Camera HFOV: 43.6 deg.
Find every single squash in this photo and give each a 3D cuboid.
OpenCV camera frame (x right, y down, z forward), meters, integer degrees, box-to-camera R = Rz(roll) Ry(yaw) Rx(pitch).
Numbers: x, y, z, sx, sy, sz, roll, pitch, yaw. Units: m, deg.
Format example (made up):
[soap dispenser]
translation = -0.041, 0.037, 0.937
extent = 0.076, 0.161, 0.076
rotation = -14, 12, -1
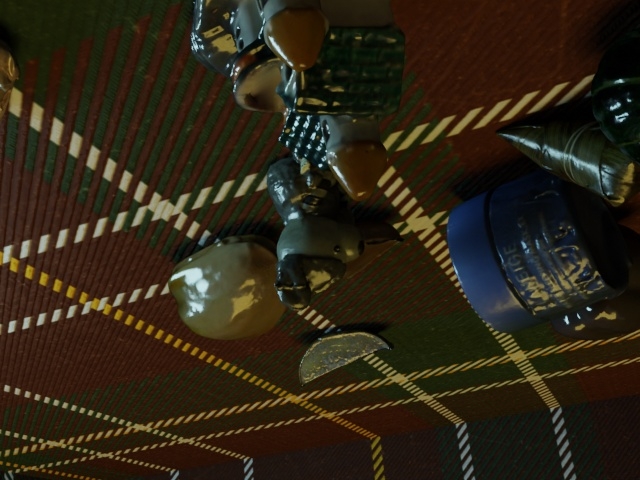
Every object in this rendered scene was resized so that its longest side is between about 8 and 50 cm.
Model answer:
[squash]
translation = 0.453, -0.187, 1.006
extent = 0.218, 0.172, 0.218
rotation = -3, 110, -8

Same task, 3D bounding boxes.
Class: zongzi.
[zongzi]
translation = 0.438, -0.155, 1.222
extent = 0.248, 0.241, 0.111
rotation = -17, 125, -33

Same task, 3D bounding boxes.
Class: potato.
[potato]
translation = 0.049, 0.268, 2.058
extent = 0.261, 0.100, 0.120
rotation = -25, -170, 9

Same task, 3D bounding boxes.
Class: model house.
[model house]
translation = -0.020, -0.178, 0.847
extent = 0.190, 0.300, 0.271
rotation = -3, 155, -21

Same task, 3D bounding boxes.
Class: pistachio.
[pistachio]
translation = -0.157, 0.095, 1.521
extent = 0.260, 0.162, 0.213
rotation = -27, 122, 36

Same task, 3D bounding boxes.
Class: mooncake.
[mooncake]
translation = 0.530, 0.076, 1.553
extent = 0.133, 0.244, 0.245
rotation = 10, 151, -26

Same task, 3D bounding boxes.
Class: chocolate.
[chocolate]
translation = 0.024, 0.022, 1.509
extent = 0.161, 0.083, 0.261
rotation = -8, 161, -37

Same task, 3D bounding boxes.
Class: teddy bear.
[teddy bear]
translation = 0.002, -0.011, 1.283
extent = 0.144, 0.251, 0.171
rotation = -11, 169, 14

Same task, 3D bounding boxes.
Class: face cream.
[face cream]
translation = 0.373, 0.009, 1.358
extent = 0.225, 0.249, 0.249
rotation = -27, 147, 33

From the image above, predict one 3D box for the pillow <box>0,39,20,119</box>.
[pillow]
translation = -0.478, -0.185, 0.993
extent = 0.173, 0.067, 0.270
rotation = 15, 148, -27
